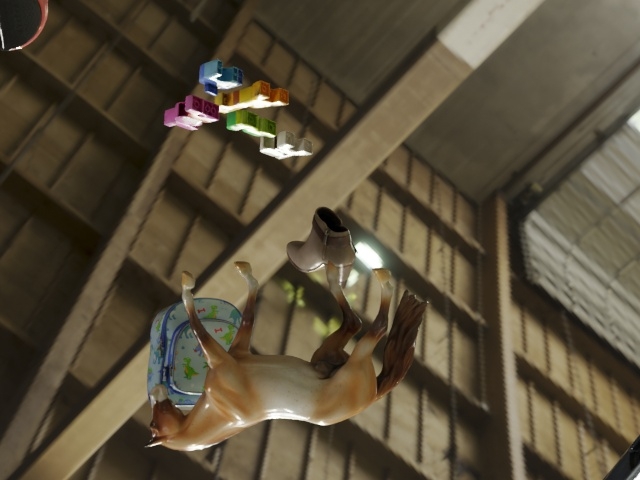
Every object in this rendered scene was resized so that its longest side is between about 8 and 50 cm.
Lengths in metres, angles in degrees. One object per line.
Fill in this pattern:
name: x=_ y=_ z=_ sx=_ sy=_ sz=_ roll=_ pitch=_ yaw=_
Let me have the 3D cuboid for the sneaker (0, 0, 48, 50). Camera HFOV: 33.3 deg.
sneaker: x=-0.459 y=-0.288 z=1.228 sx=0.313 sy=0.116 sz=0.136 roll=5 pitch=-142 yaw=-1

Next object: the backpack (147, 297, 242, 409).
backpack: x=-0.124 y=0.118 z=1.120 sx=0.105 sy=0.084 sz=0.114 roll=5 pitch=-108 yaw=-25

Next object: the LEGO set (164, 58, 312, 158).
LEGO set: x=-0.117 y=-0.170 z=1.389 sx=0.227 sy=0.093 sz=0.087 roll=17 pitch=-110 yaw=-49

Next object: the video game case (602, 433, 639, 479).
video game case: x=0.267 y=0.099 z=0.510 sx=0.196 sy=0.274 sz=0.026 roll=18 pitch=-137 yaw=-3

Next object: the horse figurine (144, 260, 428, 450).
horse figurine: x=-0.025 y=0.105 z=0.954 sx=0.263 sy=0.174 sz=0.066 roll=-2 pitch=-167 yaw=-11

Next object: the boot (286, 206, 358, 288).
boot: x=0.000 y=0.000 z=1.226 sx=0.042 sy=0.087 sz=0.118 roll=-26 pitch=-138 yaw=-32
